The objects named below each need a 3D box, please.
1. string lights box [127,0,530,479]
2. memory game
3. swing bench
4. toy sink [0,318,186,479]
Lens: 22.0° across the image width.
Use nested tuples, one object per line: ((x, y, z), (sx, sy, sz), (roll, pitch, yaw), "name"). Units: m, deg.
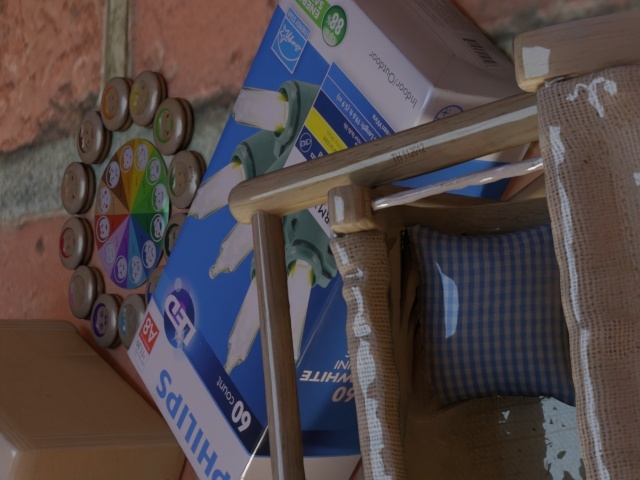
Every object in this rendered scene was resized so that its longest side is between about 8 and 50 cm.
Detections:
((0.000, 0.000, 0.834), (0.133, 0.076, 0.260), (53, 127, 42), "string lights box")
((-0.127, -0.019, 1.069), (0.186, 0.012, 0.186), (-8, 80, 54), "memory game")
((0.107, 0.070, 0.603), (0.254, 0.165, 0.253), (-25, 66, 50), "swing bench")
((-0.207, 0.140, 1.063), (0.234, 0.131, 0.153), (35, 114, 45), "toy sink")
